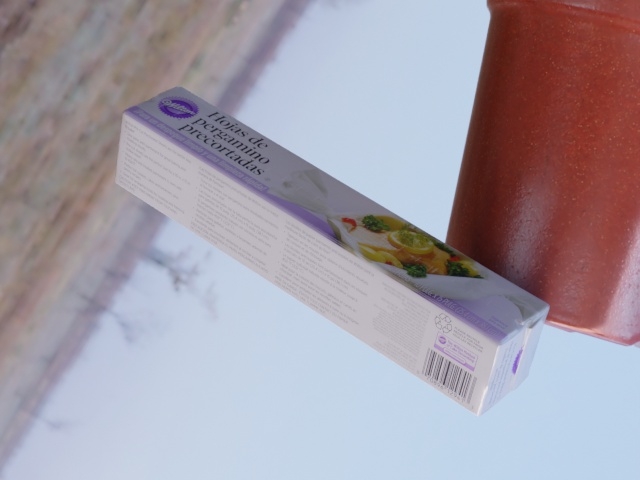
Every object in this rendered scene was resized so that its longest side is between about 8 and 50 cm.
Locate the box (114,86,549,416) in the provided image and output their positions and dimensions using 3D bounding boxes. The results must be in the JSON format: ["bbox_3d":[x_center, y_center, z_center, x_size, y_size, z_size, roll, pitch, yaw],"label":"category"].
[{"bbox_3d":[0.000,0.000,1.033,0.063,0.324,0.067,-31,143,-44],"label":"box"}]

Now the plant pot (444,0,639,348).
[{"bbox_3d":[0.212,-0.067,1.078,0.272,0.272,0.265,-149,-104,-81],"label":"plant pot"}]
